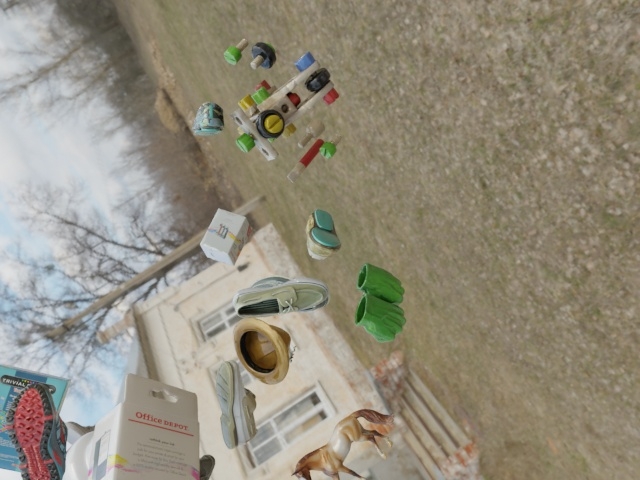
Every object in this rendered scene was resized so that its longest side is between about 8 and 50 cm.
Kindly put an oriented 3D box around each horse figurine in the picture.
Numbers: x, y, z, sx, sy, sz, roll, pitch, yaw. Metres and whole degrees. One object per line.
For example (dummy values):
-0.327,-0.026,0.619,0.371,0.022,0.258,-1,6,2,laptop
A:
0.071,0.514,1.366,0.174,0.263,0.066,36,159,6,horse figurine

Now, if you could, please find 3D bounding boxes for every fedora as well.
-0.133,0.264,1.388,0.194,0.079,0.194,17,119,34,fedora

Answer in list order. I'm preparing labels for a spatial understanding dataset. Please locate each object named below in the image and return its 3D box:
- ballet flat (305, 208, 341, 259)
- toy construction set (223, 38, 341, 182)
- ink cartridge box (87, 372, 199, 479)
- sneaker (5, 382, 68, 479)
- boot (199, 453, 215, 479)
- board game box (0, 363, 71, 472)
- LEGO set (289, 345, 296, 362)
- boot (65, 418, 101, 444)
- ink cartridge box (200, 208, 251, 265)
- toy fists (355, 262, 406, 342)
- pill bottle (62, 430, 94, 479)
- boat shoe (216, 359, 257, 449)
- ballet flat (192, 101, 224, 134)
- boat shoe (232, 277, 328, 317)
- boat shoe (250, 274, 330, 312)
0.000,0.000,1.897,0.123,0.123,0.348,60,-171,-20,ballet flat
-0.099,-0.244,1.231,0.258,0.237,0.308,18,151,38,toy construction set
-0.376,0.486,1.196,0.207,0.119,0.353,31,-147,-35,ink cartridge box
-0.657,0.451,1.307,0.125,0.104,0.261,-129,37,-78,sneaker
-0.405,0.715,1.627,0.076,0.189,0.208,13,172,21,boot
-1.087,0.641,2.004,0.254,0.335,0.079,17,167,-12,board game box
-0.112,0.434,2.114,0.024,0.054,0.083,17,-168,-2,LEGO set
-0.874,0.731,2.120,0.123,0.095,0.258,-74,-31,-46,boot
-0.377,-0.011,2.228,0.127,0.176,0.128,19,158,12,ink cartridge box
0.181,0.189,1.670,0.142,0.096,0.279,23,-146,-11,toy fists
-0.661,0.699,1.600,0.229,0.407,0.229,36,-158,-17,pill bottle
-0.263,0.513,1.777,0.113,0.103,0.302,27,122,53,boat shoe
-0.230,-0.253,1.153,0.070,0.070,0.188,59,167,-16,ballet flat
-0.120,0.192,1.729,0.094,0.303,0.109,-109,11,-61,boat shoe
-0.127,0.197,1.983,0.099,0.320,0.116,-35,-56,-61,boat shoe
